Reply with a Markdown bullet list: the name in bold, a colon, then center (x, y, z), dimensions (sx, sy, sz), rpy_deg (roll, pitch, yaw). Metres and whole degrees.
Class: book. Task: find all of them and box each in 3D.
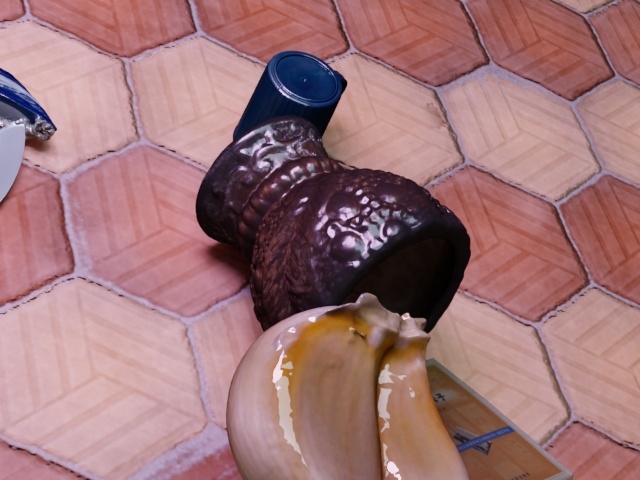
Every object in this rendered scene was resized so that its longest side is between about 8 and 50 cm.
- **book**: center (0.161, 0.227, 1.659), dimensions (0.170, 0.018, 0.241), rpy_deg (-11, 40, -45)

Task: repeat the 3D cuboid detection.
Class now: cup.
- **cup**: center (-0.038, -0.182, 1.907), dimensions (0.113, 0.138, 0.150), rpy_deg (26, 44, -4)

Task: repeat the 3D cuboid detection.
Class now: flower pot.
- **flower pot**: center (0.000, 0.000, 1.692), dimensions (0.266, 0.266, 0.267), rpy_deg (-20, 51, -38)

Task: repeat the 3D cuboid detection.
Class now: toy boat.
- **toy boat**: center (-0.432, -0.103, 1.692), dimensions (0.220, 0.067, 0.291), rpy_deg (13, 49, -17)

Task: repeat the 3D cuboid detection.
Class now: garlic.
- **garlic**: center (0.041, 0.221, 1.488), dimensions (0.249, 0.286, 0.313), rpy_deg (-8, 70, 10)
